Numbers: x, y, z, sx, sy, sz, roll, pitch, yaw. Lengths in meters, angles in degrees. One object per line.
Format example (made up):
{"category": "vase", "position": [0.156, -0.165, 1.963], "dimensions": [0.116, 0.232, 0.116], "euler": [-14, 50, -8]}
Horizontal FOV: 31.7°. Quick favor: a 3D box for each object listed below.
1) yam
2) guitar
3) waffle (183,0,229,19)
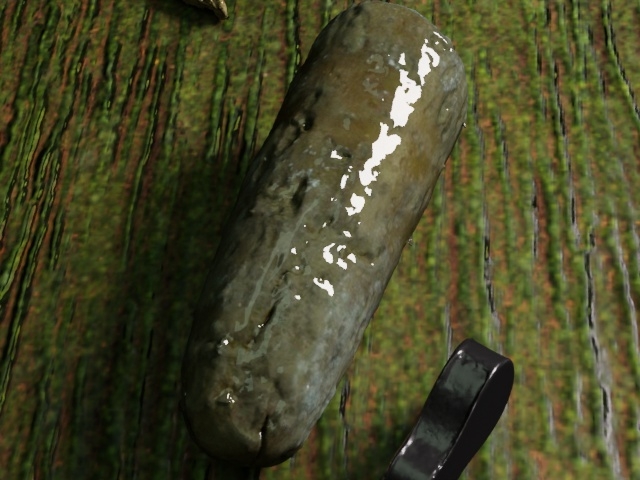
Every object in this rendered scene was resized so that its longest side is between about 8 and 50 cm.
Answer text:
{"category": "yam", "position": [0.000, 0.000, 0.773], "dimensions": [0.133, 0.133, 0.330], "euler": [13, 64, 20]}
{"category": "guitar", "position": [0.032, 0.177, 0.678], "dimensions": [0.038, 0.084, 0.271], "euler": [30, 72, 26]}
{"category": "waffle", "position": [-0.146, -0.235, 1.023], "dimensions": [0.097, 0.023, 0.153], "euler": [-23, 55, -3]}
